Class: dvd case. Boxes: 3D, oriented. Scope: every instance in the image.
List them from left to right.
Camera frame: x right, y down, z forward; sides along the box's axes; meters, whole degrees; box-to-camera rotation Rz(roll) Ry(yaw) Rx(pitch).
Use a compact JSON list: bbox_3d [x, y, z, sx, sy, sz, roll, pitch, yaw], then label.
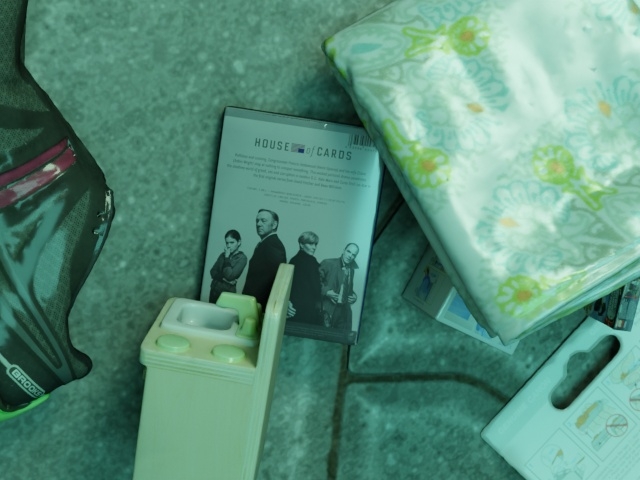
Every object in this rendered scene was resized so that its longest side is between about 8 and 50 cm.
[{"bbox_3d":[-0.030,-0.015,1.209,0.179,0.029,0.238,9,100,1],"label":"dvd case"}]

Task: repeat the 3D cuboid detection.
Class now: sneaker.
[{"bbox_3d":[-0.306,-0.065,1.083,0.202,0.185,0.482,-9,109,-35],"label":"sneaker"}]

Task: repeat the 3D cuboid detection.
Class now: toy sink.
[{"bbox_3d":[-0.114,0.141,1.155,0.131,0.153,0.234,10,108,0],"label":"toy sink"}]

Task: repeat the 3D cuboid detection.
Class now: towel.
[{"bbox_3d":[0.226,-0.120,1.127,0.320,0.090,0.374,-27,78,-6],"label":"towel"}]

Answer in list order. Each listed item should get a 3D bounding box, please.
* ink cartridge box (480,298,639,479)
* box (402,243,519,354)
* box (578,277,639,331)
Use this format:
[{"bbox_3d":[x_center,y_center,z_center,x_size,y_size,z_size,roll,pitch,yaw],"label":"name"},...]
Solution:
[{"bbox_3d":[0.433,0.264,1.449,0.385,0.091,0.308,44,87,-5],"label":"ink cartridge box"},{"bbox_3d":[0.201,0.009,1.281,0.114,0.103,0.203,25,94,-22],"label":"box"},{"bbox_3d":[0.353,0.031,1.342,0.027,0.094,0.137,8,100,-19],"label":"box"}]
